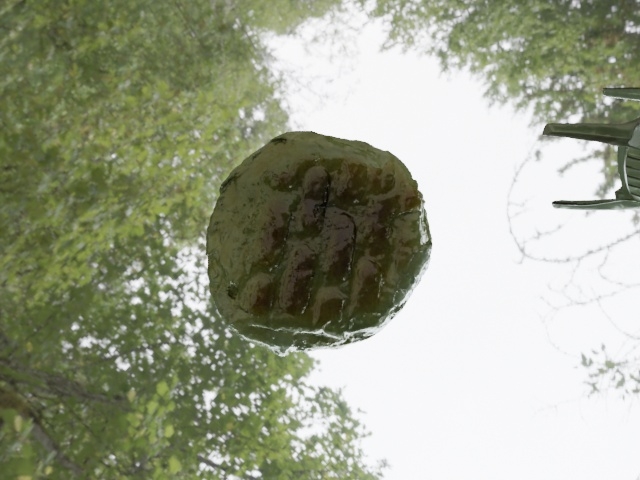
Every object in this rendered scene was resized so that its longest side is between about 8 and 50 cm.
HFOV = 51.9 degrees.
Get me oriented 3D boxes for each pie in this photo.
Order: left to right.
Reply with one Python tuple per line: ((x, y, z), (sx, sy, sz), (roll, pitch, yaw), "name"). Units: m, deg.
((0.000, 0.000, 0.833), (0.306, 0.306, 0.071), (-41, -172, -10), "pie")

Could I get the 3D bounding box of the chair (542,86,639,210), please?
((0.465, -0.107, 0.944), (0.190, 0.203, 0.275), (-21, -163, -19), "chair")
